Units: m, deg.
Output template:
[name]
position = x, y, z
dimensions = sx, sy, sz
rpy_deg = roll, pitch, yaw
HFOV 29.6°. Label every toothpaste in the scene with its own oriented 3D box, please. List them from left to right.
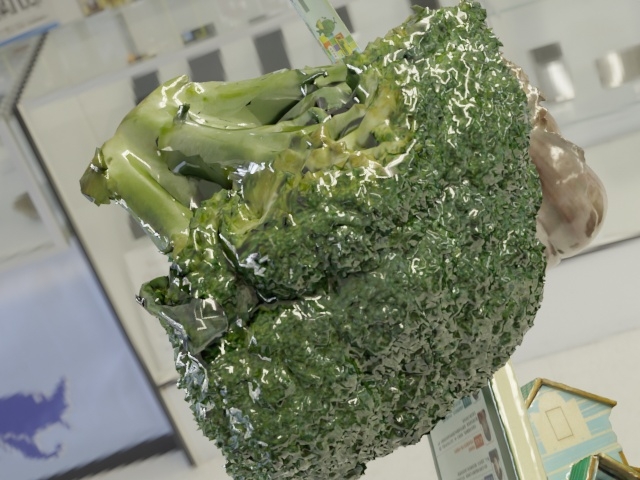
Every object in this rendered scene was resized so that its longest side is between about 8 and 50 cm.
[toothpaste]
position = -0.013, -0.260, 1.309
dimensions = 0.034, 0.164, 0.046
rpy_deg = -34, 7, -1

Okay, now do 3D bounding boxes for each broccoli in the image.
[broccoli]
position = 0.000, 0.000, 0.757
dimensions = 0.283, 0.304, 0.321
rpy_deg = 27, 56, 20

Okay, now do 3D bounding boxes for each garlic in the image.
[garlic]
position = 0.117, -0.073, 1.012
dimensions = 0.207, 0.207, 0.257
rpy_deg = -21, 26, 0

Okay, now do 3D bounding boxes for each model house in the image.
[model house]
position = 0.235, 0.241, 1.195
dimensions = 0.271, 0.207, 0.178
rpy_deg = -16, -18, -20

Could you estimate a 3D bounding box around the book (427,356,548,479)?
[book]
position = 0.125, 0.175, 0.927
dimensions = 0.027, 0.264, 0.202
rpy_deg = -10, -17, -13
